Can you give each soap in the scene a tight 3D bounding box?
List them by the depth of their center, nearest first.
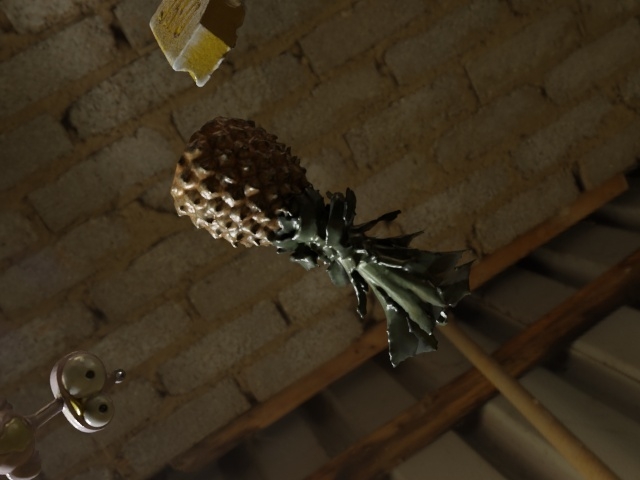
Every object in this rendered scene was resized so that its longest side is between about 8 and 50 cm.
[{"bbox_3d":[-0.204,-0.360,1.187,0.140,0.073,0.232,-52,-144,15],"label":"soap"}]

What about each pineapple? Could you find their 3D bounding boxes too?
[{"bbox_3d":[0.000,0.000,0.646,0.130,0.277,0.119,-62,169,12],"label":"pineapple"}]

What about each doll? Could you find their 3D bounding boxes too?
[{"bbox_3d":[-0.494,0.316,1.288,0.094,0.160,0.365,-29,-179,39],"label":"doll"}]
